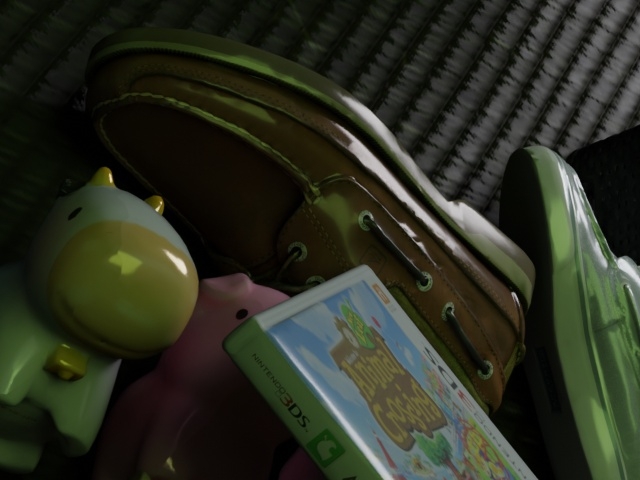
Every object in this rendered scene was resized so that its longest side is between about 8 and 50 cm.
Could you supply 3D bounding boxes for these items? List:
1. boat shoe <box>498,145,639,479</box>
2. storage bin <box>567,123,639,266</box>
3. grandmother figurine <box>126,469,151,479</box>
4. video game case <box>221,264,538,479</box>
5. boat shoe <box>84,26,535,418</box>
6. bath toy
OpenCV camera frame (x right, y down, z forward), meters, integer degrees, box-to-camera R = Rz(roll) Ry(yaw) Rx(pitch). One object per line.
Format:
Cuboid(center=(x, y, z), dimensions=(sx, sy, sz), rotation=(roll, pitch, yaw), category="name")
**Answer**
Cuboid(center=(0.166, 0.051, 1.134), dimensions=(0.081, 0.079, 0.227), rotation=(-12, 90, -18), category="boat shoe")
Cuboid(center=(0.254, 0.000, 1.231), dimensions=(0.180, 0.084, 0.122), rotation=(15, 67, -37), category="storage bin")
Cuboid(center=(0.016, 0.250, 0.842), dimensions=(0.342, 0.208, 0.104), rotation=(43, 18, -9), category="grandmother figurine")
Cuboid(center=(0.051, 0.101, 0.853), dimensions=(0.193, 0.023, 0.212), rotation=(51, 14, 5), category="video game case")
Cuboid(center=(0.000, 0.000, 1.002), dimensions=(0.307, 0.111, 0.104), rotation=(31, 57, -28), category="boat shoe")
Cuboid(center=(-0.064, 0.064, 0.907), dimensions=(0.348, 0.151, 0.129), rotation=(34, 51, -31), category="bath toy")
